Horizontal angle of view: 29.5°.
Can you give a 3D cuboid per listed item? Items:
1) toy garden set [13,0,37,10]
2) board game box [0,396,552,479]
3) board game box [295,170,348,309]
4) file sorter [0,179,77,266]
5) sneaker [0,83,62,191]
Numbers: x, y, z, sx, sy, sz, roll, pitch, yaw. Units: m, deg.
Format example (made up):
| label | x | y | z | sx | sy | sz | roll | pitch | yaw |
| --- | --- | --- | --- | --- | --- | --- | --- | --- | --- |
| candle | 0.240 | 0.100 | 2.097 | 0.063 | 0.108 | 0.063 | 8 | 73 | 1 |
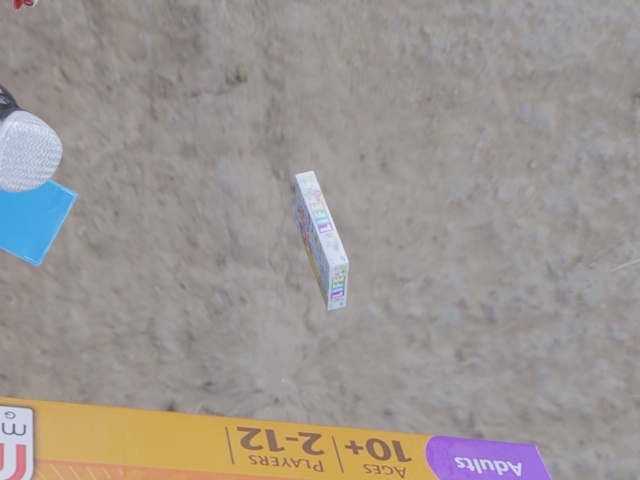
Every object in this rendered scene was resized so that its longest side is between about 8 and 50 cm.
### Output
| label | x | y | z | sx | sy | sz | roll | pitch | yaw |
| --- | --- | --- | --- | --- | --- | --- | --- | --- | --- |
| toy garden set | -0.392 | -0.429 | 1.837 | 0.049 | 0.244 | 0.204 | 32 | 120 | -16 |
| board game box | -0.053 | 0.336 | 0.600 | 0.356 | 0.356 | 0.356 | 8 | 122 | -19 |
| board game box | 0.000 | 0.000 | 1.598 | 0.026 | 0.103 | 0.154 | -13 | 55 | -11 |
| file sorter | -0.459 | -0.059 | 1.761 | 0.170 | 0.104 | 0.118 | 28 | 90 | -17 |
| sneaker | -0.412 | -0.137 | 1.278 | 0.153 | 0.269 | 0.101 | 41 | 105 | 43 |
